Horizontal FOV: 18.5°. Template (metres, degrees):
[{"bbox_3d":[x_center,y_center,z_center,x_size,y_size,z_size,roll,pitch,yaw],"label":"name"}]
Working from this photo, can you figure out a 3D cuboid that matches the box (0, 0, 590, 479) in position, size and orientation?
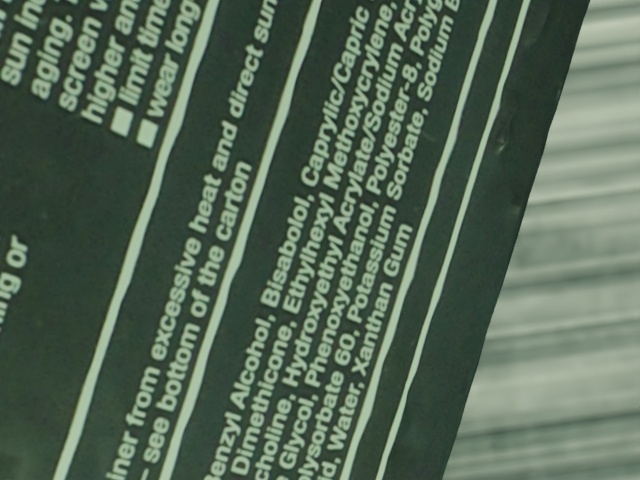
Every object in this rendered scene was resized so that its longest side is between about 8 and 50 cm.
[{"bbox_3d":[-0.113,-0.034,0.359,0.183,0.294,0.296,13,82,38],"label":"box"}]
